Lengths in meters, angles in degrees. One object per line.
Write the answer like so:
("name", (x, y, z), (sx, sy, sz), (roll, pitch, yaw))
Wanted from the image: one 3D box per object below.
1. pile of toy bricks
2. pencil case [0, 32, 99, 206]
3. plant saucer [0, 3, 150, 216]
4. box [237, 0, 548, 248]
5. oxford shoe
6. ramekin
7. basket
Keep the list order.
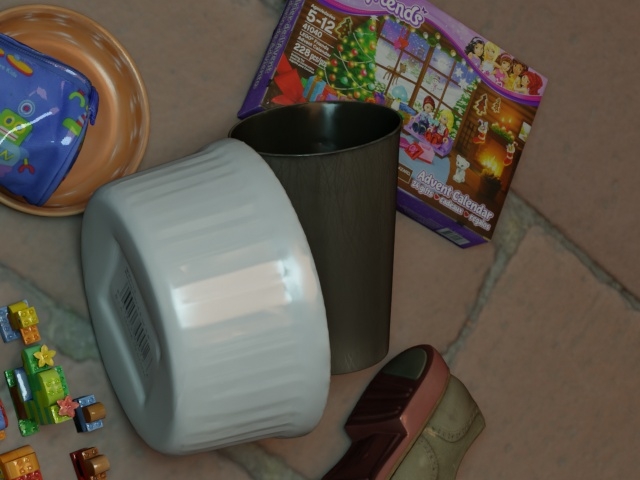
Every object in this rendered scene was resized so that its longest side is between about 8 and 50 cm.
("pile of toy bricks", (-0.248, 0.141, 1.569), (0.118, 0.105, 0.212), (-19, 92, -30))
("pencil case", (-0.333, -0.152, 1.513), (0.306, 0.133, 0.119), (31, 30, -22))
("plant saucer", (-0.256, -0.118, 1.644), (0.200, 0.037, 0.199), (5, 80, -29))
("box", (0.080, -0.147, 1.820), (0.293, 0.057, 0.201), (29, 69, -22))
("oxford shoe", (0.058, 0.271, 1.711), (0.130, 0.123, 0.348), (44, 66, -22))
("ramekin", (-0.111, 0.058, 1.569), (0.135, 0.277, 0.277), (-14, 89, -22))
("basket", (0.000, 0.000, 1.672), (0.204, 0.154, 0.226), (-42, 133, -62))
